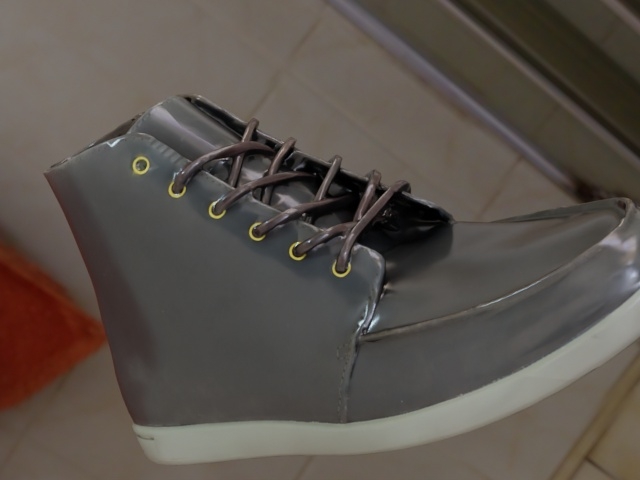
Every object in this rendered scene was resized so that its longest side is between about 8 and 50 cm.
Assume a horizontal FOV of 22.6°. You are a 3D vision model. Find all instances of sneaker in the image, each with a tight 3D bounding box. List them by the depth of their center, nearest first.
[{"bbox_3d":[0.000,0.000,0.507,0.222,0.118,0.083,-16,15,37],"label":"sneaker"}]
